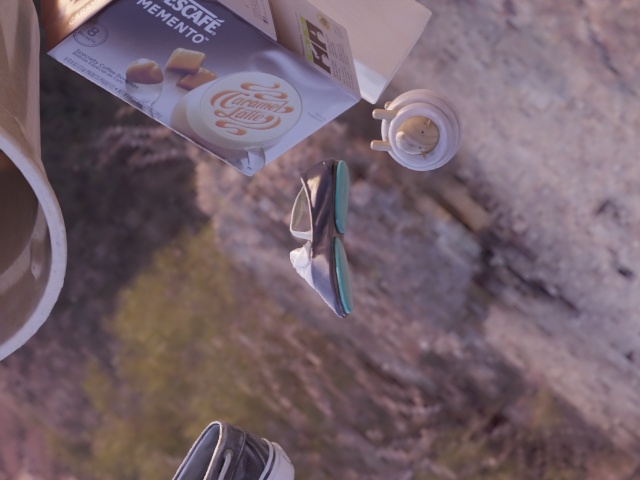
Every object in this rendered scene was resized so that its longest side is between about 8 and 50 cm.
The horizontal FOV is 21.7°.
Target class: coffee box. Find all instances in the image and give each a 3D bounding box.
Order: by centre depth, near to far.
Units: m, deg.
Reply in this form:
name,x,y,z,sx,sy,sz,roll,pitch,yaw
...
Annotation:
name,x,y,z,sx,sy,sz,roll,pitch,yaw
coffee box,-0.101,-0.173,1.432,0.246,0.141,0.098,32,-144,-41

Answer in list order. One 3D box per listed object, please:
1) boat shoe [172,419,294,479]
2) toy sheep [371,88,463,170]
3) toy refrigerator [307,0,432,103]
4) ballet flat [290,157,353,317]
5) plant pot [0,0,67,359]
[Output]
name,x,y,z,sx,sy,sz,roll,pitch,yaw
boat shoe,-0.164,0.335,1.735,0.119,0.335,0.121,38,166,-25
toy sheep,0.101,-0.112,1.678,0.091,0.091,0.132,41,-158,0
toy refrigerator,-0.020,-0.275,1.885,0.269,0.102,0.094,32,163,1
ballet flat,0.000,0.000,1.911,0.074,0.203,0.074,-1,153,-1
plant pot,-0.362,-0.100,1.380,0.334,0.334,0.305,51,-156,-35
